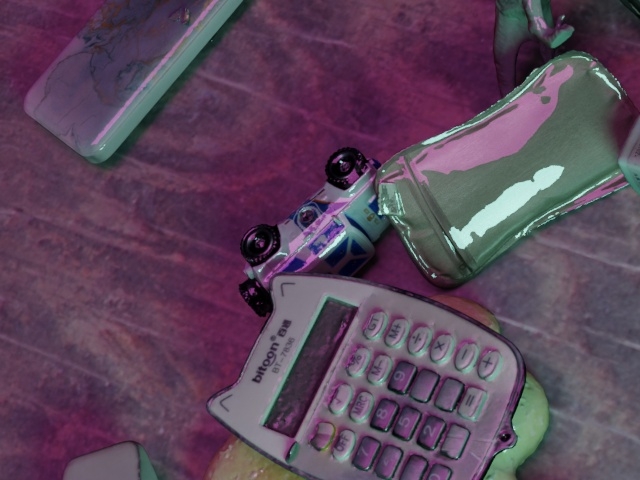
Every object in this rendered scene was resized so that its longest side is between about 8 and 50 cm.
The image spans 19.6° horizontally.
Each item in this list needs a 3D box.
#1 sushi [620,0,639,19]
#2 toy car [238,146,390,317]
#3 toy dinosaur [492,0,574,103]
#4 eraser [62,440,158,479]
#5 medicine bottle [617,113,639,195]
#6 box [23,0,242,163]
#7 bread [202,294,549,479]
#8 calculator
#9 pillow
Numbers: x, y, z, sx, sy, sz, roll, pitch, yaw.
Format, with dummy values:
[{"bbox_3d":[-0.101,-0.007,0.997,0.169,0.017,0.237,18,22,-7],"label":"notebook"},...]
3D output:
[{"bbox_3d":[0.274,-0.277,1.615,0.130,0.124,0.332,-35,53,3],"label":"sushi"},{"bbox_3d":[0.000,0.000,1.642,0.171,0.080,0.070,-42,52,2],"label":"toy car"},{"bbox_3d":[0.174,-0.204,1.609,0.167,0.053,0.242,58,143,37],"label":"toy dinosaur"},{"bbox_3d":[-0.168,0.342,1.559,0.089,0.061,0.352,-19,56,19],"label":"eraser"},{"bbox_3d":[0.309,-0.055,1.506,0.118,0.074,0.055,19,74,34],"label":"medicine bottle"},{"bbox_3d":[-0.174,-0.212,1.881,0.285,0.044,0.142,-51,48,-5],"label":"box"},{"bbox_3d":[0.039,0.173,1.544,0.316,0.054,0.316,-14,56,22],"label":"bread"},{"bbox_3d":[0.044,0.123,1.510,0.268,0.040,0.177,18,74,34],"label":"calculator"},{"bbox_3d":[0.162,-0.061,1.576,0.233,0.038,0.130,-33,98,8],"label":"pillow"}]
